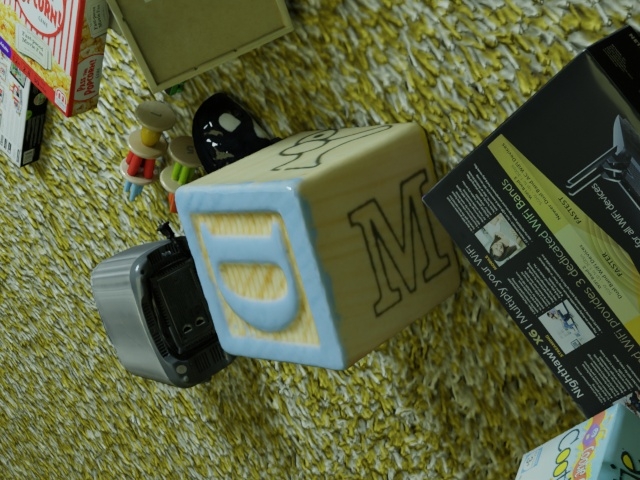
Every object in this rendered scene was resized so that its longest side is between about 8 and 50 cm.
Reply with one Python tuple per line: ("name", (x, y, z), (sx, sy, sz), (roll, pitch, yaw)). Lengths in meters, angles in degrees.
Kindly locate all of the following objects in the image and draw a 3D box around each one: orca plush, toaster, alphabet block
("orca plush", (-0.092, -0.025, 1.253), (0.151, 0.102, 0.287), (2, 114, 45))
("toaster", (-0.215, 0.087, 1.424), (0.146, 0.129, 0.227), (-6, 109, 49))
("alphabet block", (0.000, 0.000, 1.104), (0.192, 0.197, 0.193), (3, 114, 45))

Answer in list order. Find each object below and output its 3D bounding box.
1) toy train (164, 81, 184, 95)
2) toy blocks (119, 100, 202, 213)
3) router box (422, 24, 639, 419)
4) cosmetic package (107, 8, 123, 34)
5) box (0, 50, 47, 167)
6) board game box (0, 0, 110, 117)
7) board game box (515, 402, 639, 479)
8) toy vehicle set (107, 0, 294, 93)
("toy train", (-0.171, -0.208, 1.286), (0.017, 0.023, 0.083), (44, 137, 18))
("toy blocks", (-0.205, -0.086, 1.366), (0.123, 0.054, 0.148), (46, 137, 20))
("router box", (0.264, 0.011, 0.931), (0.309, 0.081, 0.243), (54, 139, 7))
("cosmetic package", (-0.183, -0.378, 1.121), (0.153, 0.129, 0.296), (30, 131, 30))
("box", (-0.445, -0.218, 1.547), (0.114, 0.036, 0.207), (42, 136, 20))
("board game box", (-0.293, -0.255, 1.170), (0.147, 0.045, 0.193), (43, 138, 23))
("board game box", (0.306, 0.298, 0.941), (0.275, 0.144, 0.142), (37, 139, -6))
("toy vehicle set", (-0.145, -0.291, 1.053), (0.035, 0.166, 0.267), (-118, 4, -51))
